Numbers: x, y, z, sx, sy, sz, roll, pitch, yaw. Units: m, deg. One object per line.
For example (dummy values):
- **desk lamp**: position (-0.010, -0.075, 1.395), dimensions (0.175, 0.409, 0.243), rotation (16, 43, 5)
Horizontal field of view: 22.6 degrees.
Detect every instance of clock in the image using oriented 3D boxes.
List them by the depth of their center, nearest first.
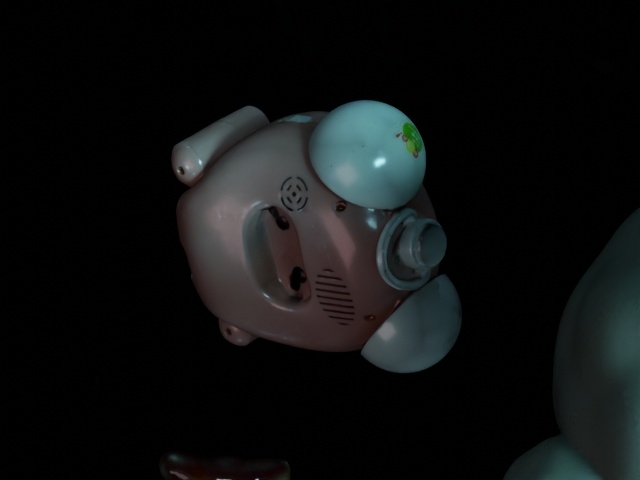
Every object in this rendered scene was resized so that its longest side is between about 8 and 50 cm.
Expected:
- **clock**: position (0.000, 0.000, 0.938), dimensions (0.162, 0.093, 0.166), rotation (4, 118, 40)

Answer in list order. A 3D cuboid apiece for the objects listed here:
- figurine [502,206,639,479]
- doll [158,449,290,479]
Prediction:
- **figurine**: position (0.244, 0.038, 0.635), dimensions (0.380, 0.248, 0.203), rotation (-32, 82, 38)
- **doll**: position (-0.127, 0.284, 1.091), dimensions (0.318, 0.339, 0.209), rotation (14, 129, 54)
